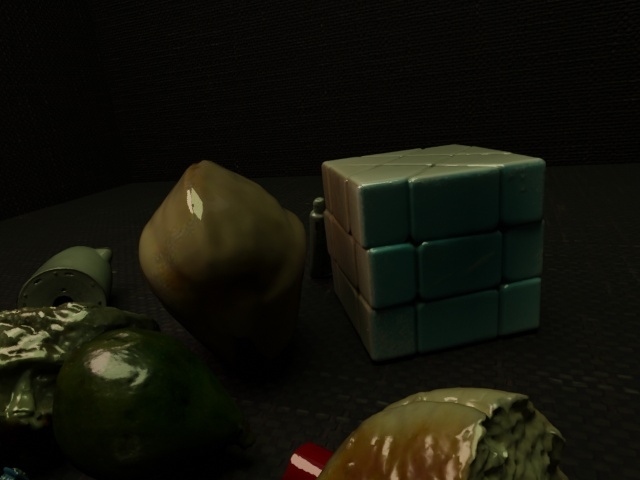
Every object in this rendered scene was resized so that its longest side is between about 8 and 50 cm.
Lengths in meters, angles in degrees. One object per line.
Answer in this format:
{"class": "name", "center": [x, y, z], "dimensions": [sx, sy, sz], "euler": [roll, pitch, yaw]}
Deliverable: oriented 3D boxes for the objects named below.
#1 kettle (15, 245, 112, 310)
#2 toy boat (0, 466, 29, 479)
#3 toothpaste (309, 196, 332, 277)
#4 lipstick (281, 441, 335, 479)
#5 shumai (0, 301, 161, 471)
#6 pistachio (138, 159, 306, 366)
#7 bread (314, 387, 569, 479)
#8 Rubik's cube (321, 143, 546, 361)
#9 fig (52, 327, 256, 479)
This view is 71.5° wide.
{"class": "kettle", "center": [-0.594, 0.123, 1.023], "dimensions": [0.240, 0.165, 0.255], "euler": [-39, 24, -7]}
{"class": "toy boat", "center": [-0.379, 0.303, 0.525], "dimensions": [0.137, 0.060, 0.060], "euler": [-3, 37, 29]}
{"class": "toothpaste", "center": [0.000, 0.000, 1.047], "dimensions": [0.068, 0.255, 0.037], "euler": [-14, 47, -10]}
{"class": "lipstick", "center": [0.089, 0.278, 0.428], "dimensions": [0.280, 0.073, 0.073], "euler": [6, 22, 34]}
{"class": "shumai", "center": [-0.379, 0.220, 0.678], "dimensions": [0.261, 0.221, 0.225], "euler": [6, -33, -41]}
{"class": "pistachio", "center": [-0.158, 0.041, 0.804], "dimensions": [0.282, 0.364, 0.445], "euler": [-14, -9, -2]}
{"class": "bread", "center": [0.049, 0.261, 0.298], "dimensions": [0.192, 0.171, 0.313], "euler": [-21, 34, 50]}
{"class": "Rubik's cube", "center": [0.193, -0.003, 0.858], "dimensions": [0.323, 0.315, 0.318], "euler": [-8, 18, -9]}
{"class": "fig", "center": [-0.201, 0.208, 0.569], "dimensions": [0.245, 0.195, 0.195], "euler": [4, 19, 2]}
